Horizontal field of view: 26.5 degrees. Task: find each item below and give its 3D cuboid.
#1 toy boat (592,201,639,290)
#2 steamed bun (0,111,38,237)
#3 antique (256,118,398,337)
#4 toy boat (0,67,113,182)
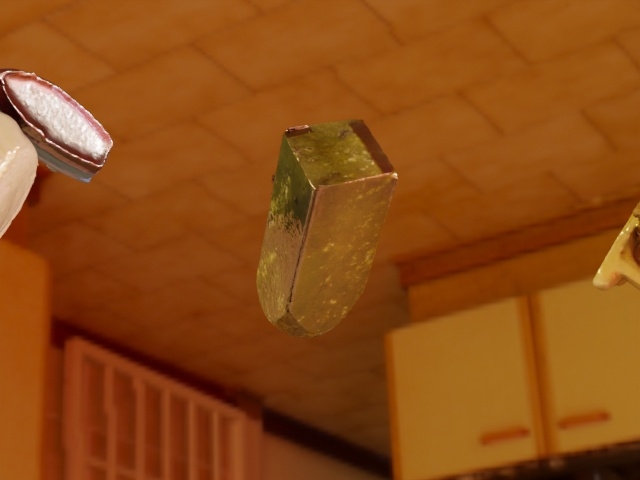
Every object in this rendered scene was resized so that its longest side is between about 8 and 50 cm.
[{"bbox_3d":[0.242,-0.050,0.778,0.068,0.226,0.088,35,172,17],"label":"toy boat"},{"bbox_3d":[-0.530,-0.021,1.588,0.247,0.383,0.236,35,137,15],"label":"steamed bun"},{"bbox_3d":[0.000,0.000,1.247,0.081,0.080,0.221,-9,137,-21],"label":"antique"},{"bbox_3d":[-0.375,-0.158,1.793,0.097,0.100,0.223,-10,143,41],"label":"toy boat"}]
